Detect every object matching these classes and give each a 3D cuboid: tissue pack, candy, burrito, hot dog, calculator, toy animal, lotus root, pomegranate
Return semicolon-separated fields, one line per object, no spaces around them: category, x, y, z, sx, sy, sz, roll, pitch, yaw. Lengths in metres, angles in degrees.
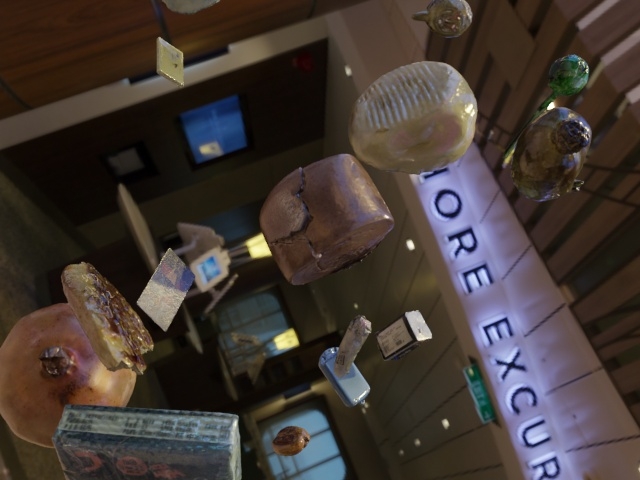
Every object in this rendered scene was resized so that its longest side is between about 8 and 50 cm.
tissue pack;-0.307;0.407;1.190;0.103;0.315;0.228;-87;-178;-48
candy;0.578;-0.338;1.703;0.323;0.097;0.097;-57;-135;36
burrito;0.080;0.279;1.704;0.064;0.064;0.203;60;-42;46
hot dog;-0.087;0.563;1.809;0.060;0.140;0.090;56;39;-23
calculator;0.079;0.442;2.100;0.210;0.121;0.039;54;-47;7
toy animal;0.272;-0.512;1.466;0.098;0.137;0.098;5;90;-90
tissue pack;0.258;0.303;2.050;0.170;0.090;0.103;-42;-117;41
lotus root;0.481;-0.182;1.343;0.309;0.173;0.173;51;14;-71
pomegranate;-0.593;0.309;1.519;0.338;0.338;0.338;159;-90;-82

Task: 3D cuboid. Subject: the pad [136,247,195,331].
pad;-0.447;0.143;1.898;0.143;0.003;0.211;56;42;-37

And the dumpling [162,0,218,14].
dumpling;-0.287;-0.617;1.534;0.108;0.219;0.153;-53;136;-65

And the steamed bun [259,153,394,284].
steamed bun;-0.012;-0.047;1.473;0.252;0.301;0.199;60;23;14

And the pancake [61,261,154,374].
pancake;-0.334;0.148;1.066;0.266;0.057;0.244;51;-9;31

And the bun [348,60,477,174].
bun;0.234;-0.297;1.675;0.213;0.361;0.361;63;-3;-36

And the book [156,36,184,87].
book;-0.364;-0.432;1.575;0.077;0.014;0.111;28;46;-48
